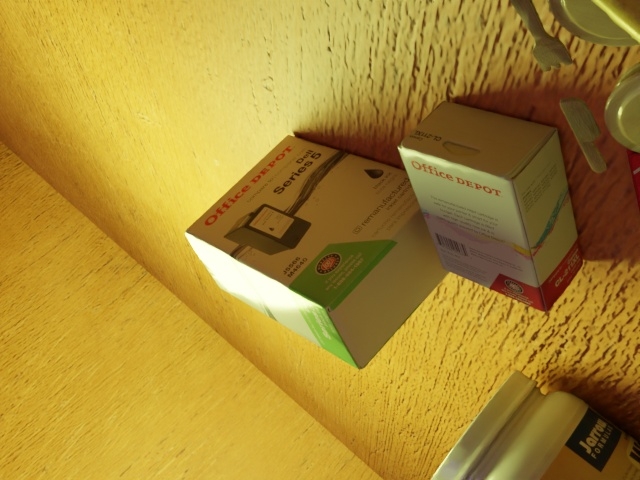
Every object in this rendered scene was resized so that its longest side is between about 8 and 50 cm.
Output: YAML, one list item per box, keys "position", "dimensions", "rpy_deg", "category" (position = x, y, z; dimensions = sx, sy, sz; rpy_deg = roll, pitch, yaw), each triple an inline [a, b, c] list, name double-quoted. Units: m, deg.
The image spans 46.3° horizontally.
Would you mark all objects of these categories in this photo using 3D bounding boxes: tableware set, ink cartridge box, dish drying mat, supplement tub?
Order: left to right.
- position: [0.000, 0.000, 0.888]
  dimensions: [0.273, 0.198, 0.115]
  rpy_deg: [23, 151, 44]
  category: "ink cartridge box"
- position: [0.162, -0.032, 0.696]
  dimensions: [0.127, 0.072, 0.175]
  rpy_deg: [26, 153, 43]
  category: "ink cartridge box"
- position: [0.307, 0.326, 0.889]
  dimensions: [0.316, 0.228, 0.228]
  rpy_deg: [37, 159, 20]
  category: "supplement tub"
- position: [0.260, -0.038, 0.586]
  dimensions: [0.032, 0.008, 0.083]
  rpy_deg: [21, 149, 47]
  category: "dish drying mat"
- position: [0.202, -0.122, 0.450]
  dimensions: [0.128, 0.039, 0.194]
  rpy_deg: [-8, 143, 35]
  category: "tableware set"

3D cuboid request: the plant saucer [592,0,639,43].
- position: [0.140, -0.160, 0.152]
  dimensions: [0.333, 0.081, 0.333]
  rpy_deg: [67, 180, -50]
  category: "plant saucer"
